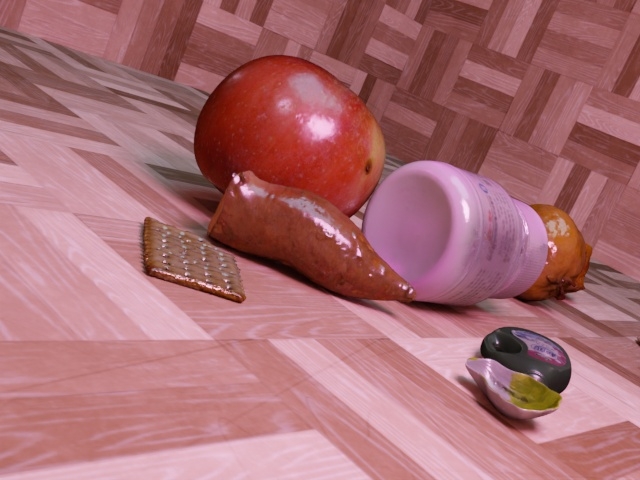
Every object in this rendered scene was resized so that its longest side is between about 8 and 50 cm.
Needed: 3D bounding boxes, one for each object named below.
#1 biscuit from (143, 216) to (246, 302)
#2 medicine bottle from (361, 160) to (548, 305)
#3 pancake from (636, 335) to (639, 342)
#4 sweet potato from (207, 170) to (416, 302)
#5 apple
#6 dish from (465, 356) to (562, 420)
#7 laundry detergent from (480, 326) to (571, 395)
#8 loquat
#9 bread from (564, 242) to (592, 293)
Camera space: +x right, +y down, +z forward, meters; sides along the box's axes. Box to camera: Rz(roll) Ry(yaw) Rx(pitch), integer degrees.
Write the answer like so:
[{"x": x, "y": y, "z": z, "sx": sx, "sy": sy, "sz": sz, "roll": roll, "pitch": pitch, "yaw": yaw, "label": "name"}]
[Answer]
[{"x": -0.171, "y": 0.024, "z": 1.034, "sx": 0.144, "sy": 0.016, "sz": 0.203, "roll": 19, "pitch": 14, "yaw": -17, "label": "biscuit"}, {"x": 0.249, "y": -0.002, "z": 1.378, "sx": 0.302, "sy": 0.241, "sz": 0.241, "roll": 11, "pitch": 18, "yaw": -45, "label": "medicine bottle"}, {"x": 0.813, "y": 0.262, "z": 1.804, "sx": 0.140, "sy": 0.022, "sz": 0.139, "roll": 23, "pitch": 12, "yaw": -5, "label": "pancake"}, {"x": -0.001, "y": 0.001, "z": 1.177, "sx": 0.337, "sy": 0.131, "sz": 0.131, "roll": 23, "pitch": 13, "yaw": -2, "label": "sweet potato"}, {"x": -0.057, "y": -0.166, "z": 1.371, "sx": 0.348, "sy": 0.277, "sz": 0.348, "roll": 37, "pitch": -4, "yaw": 3, "label": "apple"}, {"x": 0.241, "y": 0.199, "z": 0.993, "sx": 0.091, "sy": 0.039, "sz": 0.137, "roll": -2, "pitch": 22, "yaw": -37, "label": "dish"}, {"x": 0.298, "y": 0.184, "z": 1.117, "sx": 0.137, "sy": 0.063, "sz": 0.211, "roll": 24, "pitch": 15, "yaw": 12, "label": "laundry detergent"}, {"x": 0.488, "y": 0.027, "z": 1.745, "sx": 0.193, "sy": 0.238, "sz": 0.238, "roll": 40, "pitch": 0, "yaw": -38, "label": "loquat"}, {"x": 0.563, "y": 0.022, "z": 2.005, "sx": 0.312, "sy": 0.172, "sz": 0.312, "roll": 24, "pitch": 10, "yaw": -5, "label": "bread"}]
